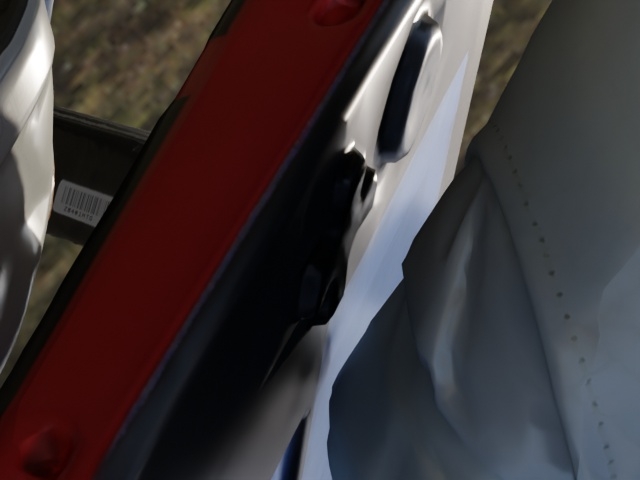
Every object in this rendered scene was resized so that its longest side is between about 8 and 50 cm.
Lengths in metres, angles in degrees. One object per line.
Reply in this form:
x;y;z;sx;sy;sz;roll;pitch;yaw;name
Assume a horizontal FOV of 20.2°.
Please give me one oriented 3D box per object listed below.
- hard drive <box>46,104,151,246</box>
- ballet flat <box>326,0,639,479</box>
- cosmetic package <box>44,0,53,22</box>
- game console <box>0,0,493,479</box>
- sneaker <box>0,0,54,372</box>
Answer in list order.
0.000;0.000;0.947;0.339;0.237;0.064;16;91;-36;hard drive
0.067;0.091;0.494;0.139;0.139;0.400;-40;136;-37;ballet flat
-0.385;-0.221;1.421;0.327;0.329;0.394;3;145;-13;cosmetic package
-0.026;0.100;0.532;0.342;0.060;0.387;-68;170;-50;game console
-0.138;0.051;0.474;0.123;0.105;0.290;88;21;-45;sneaker
